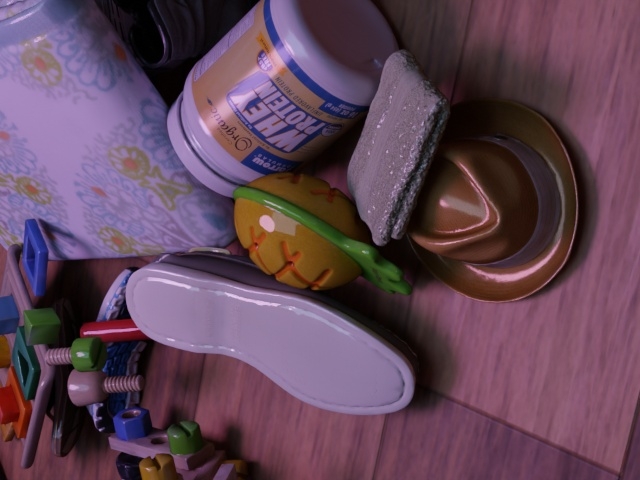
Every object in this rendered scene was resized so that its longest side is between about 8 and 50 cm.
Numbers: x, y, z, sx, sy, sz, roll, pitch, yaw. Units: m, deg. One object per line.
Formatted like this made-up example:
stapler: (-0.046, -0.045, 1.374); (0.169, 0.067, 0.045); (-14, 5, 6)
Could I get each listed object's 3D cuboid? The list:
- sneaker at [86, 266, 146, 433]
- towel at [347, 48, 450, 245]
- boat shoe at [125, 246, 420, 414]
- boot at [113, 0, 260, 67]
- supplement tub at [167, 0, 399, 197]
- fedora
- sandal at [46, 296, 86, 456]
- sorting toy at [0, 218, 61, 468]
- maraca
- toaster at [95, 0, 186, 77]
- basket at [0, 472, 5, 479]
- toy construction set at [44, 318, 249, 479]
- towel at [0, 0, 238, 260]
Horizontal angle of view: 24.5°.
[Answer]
sneaker: (-0.235, 0.112, 1.620); (0.083, 0.071, 0.191); (32, 113, 42)
towel: (0.063, -0.080, 1.271); (0.148, 0.027, 0.110); (-68, 30, 27)
boat shoe: (-0.036, 0.077, 1.408); (0.305, 0.091, 0.109); (18, 118, 21)
boot: (-0.144, -0.284, 1.449); (0.083, 0.161, 0.246); (-31, 73, 38)
supplement tub: (-0.037, -0.142, 1.373); (0.199, 0.144, 0.144); (-39, 67, 36)
fedora: (0.129, -0.034, 1.275); (0.194, 0.079, 0.194); (3, 95, 41)
sandal: (-0.299, 0.155, 1.670); (0.049, 0.072, 0.180); (-5, 83, 13)
sorting toy: (-0.348, 0.133, 1.648); (0.348, 0.047, 0.196); (112, 144, -46)
maraca: (0.000, 0.000, 1.335); (0.185, 0.127, 0.099); (27, 81, 22)
toaster: (-0.223, -0.247, 1.547); (0.146, 0.129, 0.227); (-8, 86, 40)
basket: (-0.498, 0.356, 1.815); (0.227, 0.154, 0.204); (-34, 96, 33)
toy construction set: (-0.141, 0.225, 1.470); (0.237, 0.257, 0.309); (-7, 81, 23)
towel: (-0.288, -0.115, 1.531); (0.374, 0.090, 0.320); (-2, 135, 43)
